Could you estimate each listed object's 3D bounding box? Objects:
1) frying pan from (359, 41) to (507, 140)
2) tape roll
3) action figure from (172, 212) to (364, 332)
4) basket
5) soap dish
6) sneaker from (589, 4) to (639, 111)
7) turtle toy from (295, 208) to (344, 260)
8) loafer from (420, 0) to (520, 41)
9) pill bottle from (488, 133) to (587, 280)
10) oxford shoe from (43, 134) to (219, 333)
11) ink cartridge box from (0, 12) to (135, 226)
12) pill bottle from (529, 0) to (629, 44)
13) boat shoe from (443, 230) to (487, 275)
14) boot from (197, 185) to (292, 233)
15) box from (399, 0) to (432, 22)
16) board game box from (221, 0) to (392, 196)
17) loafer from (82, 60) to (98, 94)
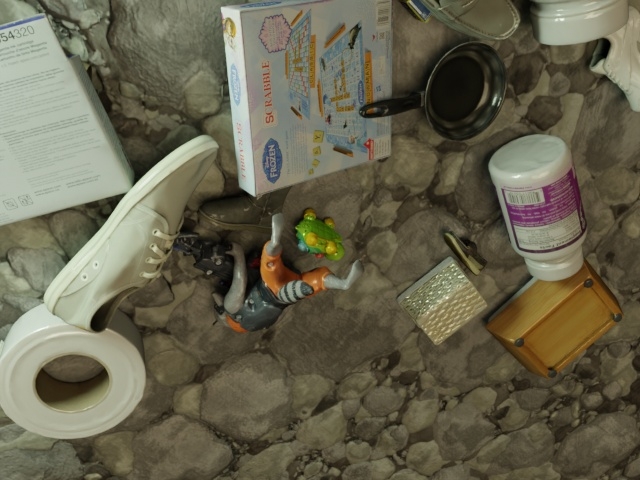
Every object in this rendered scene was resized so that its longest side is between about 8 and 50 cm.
[{"bbox_3d":[0.232,-0.262,1.335,0.326,0.053,0.197,-33,124,-9],"label":"frying pan"},{"bbox_3d":[-0.500,0.260,1.366,0.286,0.100,0.286,-7,119,-14],"label":"tape roll"},{"bbox_3d":[-0.132,0.082,1.313,0.341,0.179,0.330,20,141,-28],"label":"action figure"},{"bbox_3d":[0.281,0.140,1.546,0.167,0.103,0.113,-40,121,4],"label":"basket"},{"bbox_3d":[0.581,0.189,1.657,0.291,0.118,0.229,-43,120,8],"label":"soap dish"},{"bbox_3d":[0.624,-0.366,1.418,0.115,0.090,0.232,-26,112,4],"label":"sneaker"},{"bbox_3d":[0.000,0.000,1.403,0.130,0.095,0.066,25,128,-26],"label":"turtle toy"},{"bbox_3d":[0.227,-0.437,1.168,0.319,0.111,0.112,21,108,-24],"label":"loafer"},{"bbox_3d":[0.482,-0.064,1.468,0.169,0.169,0.302,-27,121,-3],"label":"pill bottle"},{"bbox_3d":[-0.321,-0.003,1.233,0.130,0.169,0.449,43,100,6],"label":"oxford shoe"},{"bbox_3d":[-0.519,-0.184,1.104,0.324,0.071,0.330,-14,127,1],"label":"ink cartridge box"},{"bbox_3d":[0.438,-0.548,1.189,0.204,0.204,0.361,-22,120,-5],"label":"pill bottle"},{"bbox_3d":[0.330,0.020,1.534,0.049,0.056,0.152,-43,130,1],"label":"boat shoe"},{"bbox_3d":[-0.125,-0.121,1.304,0.189,0.076,0.209,4,122,-34],"label":"boot"},{"bbox_3d":[0.224,-0.486,1.240,0.059,0.054,0.169,37,101,-29],"label":"box"},{"bbox_3d":[-0.010,-0.272,1.213,0.318,0.066,0.319,-19,122,-30],"label":"board game box"},{"bbox_3d":[-0.409,-0.239,1.161,0.050,0.056,0.148,1,118,8],"label":"loafer"}]
